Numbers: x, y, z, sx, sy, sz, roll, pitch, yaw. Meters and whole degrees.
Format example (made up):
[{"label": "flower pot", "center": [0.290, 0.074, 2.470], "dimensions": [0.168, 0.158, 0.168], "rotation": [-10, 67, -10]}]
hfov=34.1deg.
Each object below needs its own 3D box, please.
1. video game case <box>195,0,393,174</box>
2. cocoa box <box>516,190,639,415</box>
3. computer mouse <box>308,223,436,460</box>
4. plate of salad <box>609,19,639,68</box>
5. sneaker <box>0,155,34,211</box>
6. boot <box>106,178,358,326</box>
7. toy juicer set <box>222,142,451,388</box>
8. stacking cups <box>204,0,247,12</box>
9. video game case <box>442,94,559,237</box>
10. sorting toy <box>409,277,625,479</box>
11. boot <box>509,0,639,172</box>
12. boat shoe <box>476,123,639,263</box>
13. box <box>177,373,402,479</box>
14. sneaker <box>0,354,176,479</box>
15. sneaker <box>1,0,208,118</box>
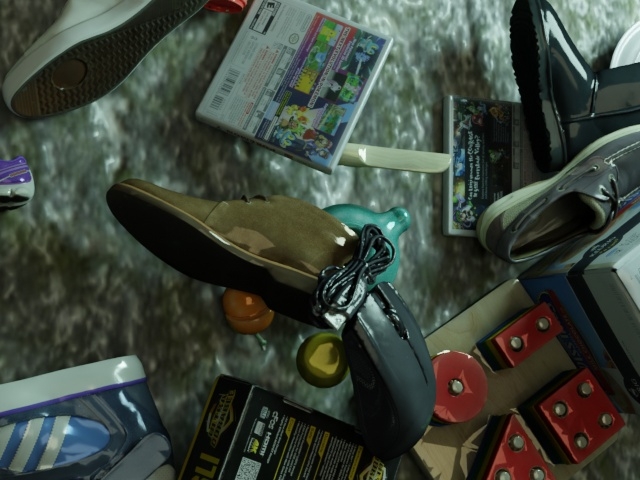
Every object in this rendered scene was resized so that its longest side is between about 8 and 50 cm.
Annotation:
[{"label": "video game case", "center": [-0.030, -0.201, 1.293], "dimensions": [0.183, 0.023, 0.201], "rotation": [23, 71, 5]}, {"label": "cocoa box", "center": [0.488, 0.045, 1.382], "dimensions": [0.347, 0.228, 0.231], "rotation": [-35, 98, -19]}, {"label": "computer mouse", "center": [0.079, 0.133, 1.182], "dimensions": [0.188, 0.072, 0.272], "rotation": [-50, 131, -52]}, {"label": "plate of salad", "center": [0.492, -0.226, 1.508], "dimensions": [0.200, 0.048, 0.200], "rotation": [-2, 95, -23]}, {"label": "sneaker", "center": [-0.411, -0.069, 1.170], "dimensions": [0.170, 0.068, 0.071], "rotation": [-2, 70, -28]}, {"label": "boot", "center": [-0.096, -0.010, 1.211], "dimensions": [0.305, 0.112, 0.115], "rotation": [25, 62, -4]}, {"label": "toy juicer set", "center": [0.000, 0.000, 1.299], "dimensions": [0.209, 0.089, 0.329], "rotation": [26, 79, 3]}, {"label": "stacking cups", "center": [-0.107, -0.445, 1.299], "dimensions": [0.096, 0.096, 0.316], "rotation": [14, 83, -18]}, {"label": "video game case", "center": [0.247, -0.096, 1.422], "dimensions": [0.173, 0.022, 0.190], "rotation": [3, 84, -20]}, {"label": "sorting toy", "center": [0.237, 0.214, 1.331], "dimensions": [0.255, 0.089, 0.257], "rotation": [-33, 89, -20]}, {"label": "boot", "center": [0.374, -0.223, 1.402], "dimensions": [0.207, 0.094, 0.246], "rotation": [-14, 96, -10]}, {"label": "boat shoe", "center": [0.344, -0.052, 1.353], "dimensions": [0.285, 0.092, 0.103], "rotation": [-27, 124, 0]}, {"label": "box", "center": [-0.059, 0.346, 1.194], "dimensions": [0.257, 0.079, 0.322], "rotation": [29, 74, -38]}, {"label": "sneaker", "center": [-0.312, 0.270, 1.123], "dimensions": [0.323, 0.130, 0.236], "rotation": [-13, 85, -26]}, {"label": "sneaker", "center": [-0.264, -0.259, 1.232], "dimensions": [0.290, 0.106, 0.123], "rotation": [-39, 63, -11]}]
